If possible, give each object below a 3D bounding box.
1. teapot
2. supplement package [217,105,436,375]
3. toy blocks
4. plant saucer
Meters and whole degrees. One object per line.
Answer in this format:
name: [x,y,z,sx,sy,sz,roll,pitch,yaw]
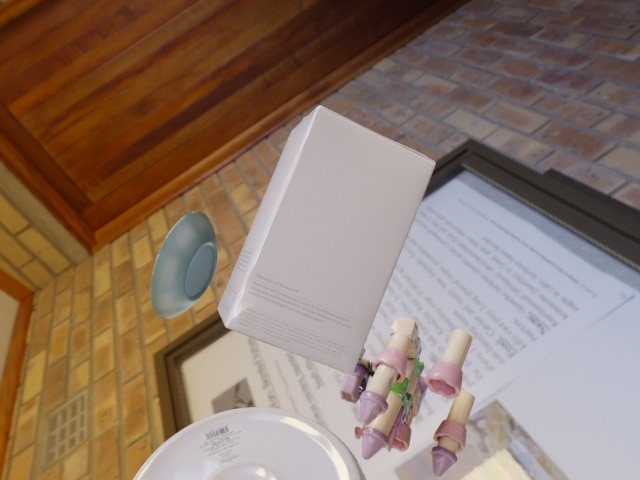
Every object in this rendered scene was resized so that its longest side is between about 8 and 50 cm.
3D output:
teapot: [-0.068,0.304,0.544,0.252,0.255,0.187,-56,-30,-53]
supplement package: [0.000,0.000,0.777,0.175,0.293,0.177,23,176,-12]
toy blocks: [0.129,0.326,1.142,0.308,0.260,0.289,12,140,28]
plant saucer: [-0.219,0.047,0.977,0.037,0.195,0.195,17,166,15]
